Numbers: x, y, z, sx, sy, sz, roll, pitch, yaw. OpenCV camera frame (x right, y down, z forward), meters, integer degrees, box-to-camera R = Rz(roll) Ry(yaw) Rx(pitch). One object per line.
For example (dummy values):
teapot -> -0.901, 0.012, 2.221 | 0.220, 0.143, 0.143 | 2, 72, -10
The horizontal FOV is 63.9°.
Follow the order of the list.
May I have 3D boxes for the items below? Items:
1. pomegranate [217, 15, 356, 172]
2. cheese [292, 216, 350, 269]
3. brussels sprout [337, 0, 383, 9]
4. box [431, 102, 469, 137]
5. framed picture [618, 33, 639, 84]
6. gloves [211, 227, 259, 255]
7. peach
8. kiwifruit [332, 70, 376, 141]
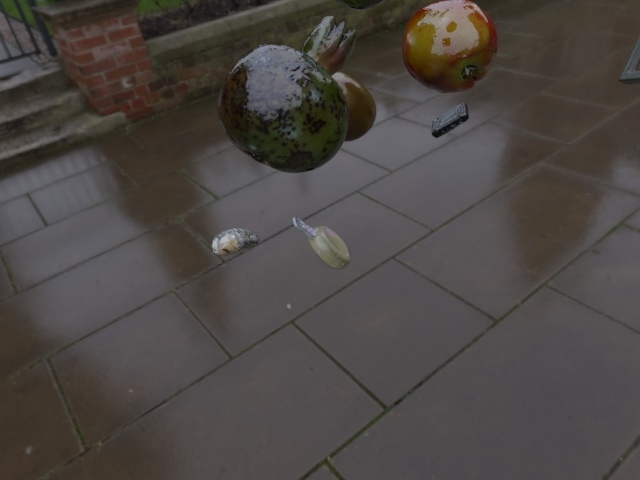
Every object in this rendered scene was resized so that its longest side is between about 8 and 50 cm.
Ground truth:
pomegranate -> -0.052, -0.319, 1.078 | 0.285, 0.285, 0.341 | 31, 87, 44
cheese -> 0.000, 0.000, 1.516 | 0.064, 0.227, 0.137 | -39, 37, 17
brussels sprout -> 0.104, -0.591, 1.140 | 0.161, 0.181, 0.144 | -2, 76, -5
box -> 0.417, -0.391, 1.657 | 0.126, 0.027, 0.125 | -29, 24, 28
framed picture -> 0.399, -0.271, 0.473 | 0.016, 0.250, 0.184 | 18, 9, -14
gloves -> -0.237, 0.000, 1.463 | 0.114, 0.070, 0.153 | -18, -5, 17
peach -> 0.257, -0.399, 1.051 | 0.197, 0.197, 0.197 | -7, 35, 5
kiwifruit -> 0.066, -0.427, 1.626 | 0.195, 0.234, 0.196 | -24, 51, 33
